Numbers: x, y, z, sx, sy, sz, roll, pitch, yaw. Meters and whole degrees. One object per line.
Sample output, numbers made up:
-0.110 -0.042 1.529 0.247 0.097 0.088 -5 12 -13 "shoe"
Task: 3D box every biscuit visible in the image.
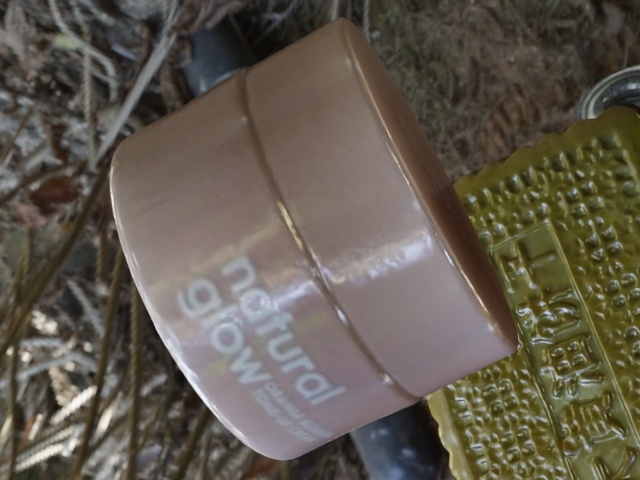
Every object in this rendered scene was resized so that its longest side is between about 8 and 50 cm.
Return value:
0.134 0.064 0.569 0.172 0.254 0.029 -27 158 23 "biscuit"

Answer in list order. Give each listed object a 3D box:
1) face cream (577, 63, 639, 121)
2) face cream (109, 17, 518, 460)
0.272 -0.008 0.799 0.073 0.073 0.283 -7 138 34 "face cream"
0.000 0.000 0.434 0.104 0.149 0.149 -28 135 12 "face cream"
